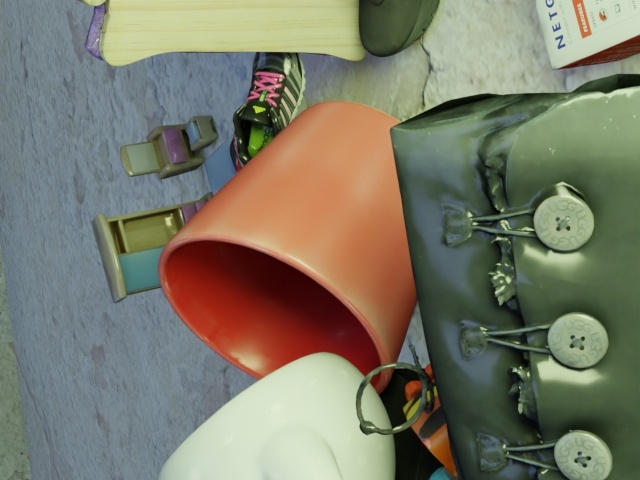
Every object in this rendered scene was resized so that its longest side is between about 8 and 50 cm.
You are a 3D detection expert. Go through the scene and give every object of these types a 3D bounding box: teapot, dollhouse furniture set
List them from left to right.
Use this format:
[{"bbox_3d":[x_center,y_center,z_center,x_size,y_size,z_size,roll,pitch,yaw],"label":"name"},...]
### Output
[{"bbox_3d":[-0.205,-0.067,1.609,0.303,0.198,0.286,-29,76,60],"label":"dollhouse furniture set"},{"bbox_3d":[-0.018,0.243,1.019,0.187,0.256,0.252,51,118,16],"label":"teapot"}]

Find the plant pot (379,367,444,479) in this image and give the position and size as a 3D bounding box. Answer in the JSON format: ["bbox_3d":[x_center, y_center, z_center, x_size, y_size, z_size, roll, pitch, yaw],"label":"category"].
[{"bbox_3d":[0.144,0.227,1.115,0.187,0.188,0.167,-154,69,-69],"label":"plant pot"}]

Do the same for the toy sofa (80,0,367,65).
[{"bbox_3d":[-0.112,-0.296,1.180,0.150,0.362,0.177,34,125,51],"label":"toy sofa"}]

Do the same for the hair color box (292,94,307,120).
[{"bbox_3d":[-0.038,-0.093,1.330,0.093,0.053,0.167,-30,-68,-74],"label":"hair color box"}]

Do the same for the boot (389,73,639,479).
[{"bbox_3d":[0.257,0.101,0.759,0.146,0.367,0.445,-22,-75,-74],"label":"boot"}]

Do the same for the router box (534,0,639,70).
[{"bbox_3d":[0.256,-0.329,0.796,0.301,0.082,0.335,-15,88,62],"label":"router box"}]

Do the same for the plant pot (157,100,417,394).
[{"bbox_3d":[0.000,0.000,1.156,0.275,0.243,0.275,22,147,15],"label":"plant pot"}]

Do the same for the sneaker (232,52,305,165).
[{"bbox_3d":[-0.062,-0.155,1.239,0.063,0.075,0.170,12,97,14],"label":"sneaker"}]

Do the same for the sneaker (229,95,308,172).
[{"bbox_3d":[-0.041,-0.080,1.421,0.270,0.090,0.145,64,151,27],"label":"sneaker"}]

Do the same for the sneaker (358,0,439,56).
[{"bbox_3d":[0.059,-0.323,1.105,0.109,0.130,0.286,42,137,44],"label":"sneaker"}]

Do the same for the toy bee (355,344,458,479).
[{"bbox_3d":[0.144,0.174,0.960,0.162,0.195,0.298,-116,3,-68],"label":"toy bee"}]
